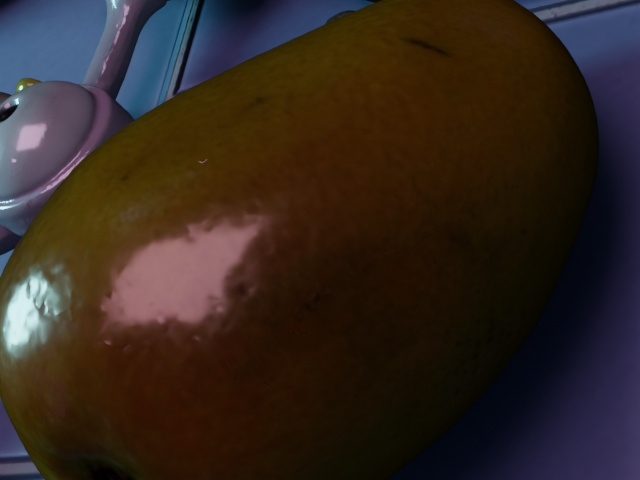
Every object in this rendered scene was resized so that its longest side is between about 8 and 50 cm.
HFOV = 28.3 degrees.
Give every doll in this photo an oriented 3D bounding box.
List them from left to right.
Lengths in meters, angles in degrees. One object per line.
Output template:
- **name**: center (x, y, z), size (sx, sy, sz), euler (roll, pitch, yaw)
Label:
- **doll**: center (-0.139, -0.129, 0.810), size (0.160, 0.094, 0.365), euler (8, 63, 41)

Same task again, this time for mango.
- **mango**: center (0.000, 0.000, 0.571), size (0.317, 0.173, 0.211), euler (-42, 37, -16)

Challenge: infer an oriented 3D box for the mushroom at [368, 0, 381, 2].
- **mushroom**: center (0.095, -0.275, 0.718), size (0.301, 0.233, 0.208), euler (-17, 5, 9)

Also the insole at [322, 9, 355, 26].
- **insole**: center (-0.023, -0.089, 0.762), size (0.135, 0.002, 0.045), euler (-46, 45, -3)
